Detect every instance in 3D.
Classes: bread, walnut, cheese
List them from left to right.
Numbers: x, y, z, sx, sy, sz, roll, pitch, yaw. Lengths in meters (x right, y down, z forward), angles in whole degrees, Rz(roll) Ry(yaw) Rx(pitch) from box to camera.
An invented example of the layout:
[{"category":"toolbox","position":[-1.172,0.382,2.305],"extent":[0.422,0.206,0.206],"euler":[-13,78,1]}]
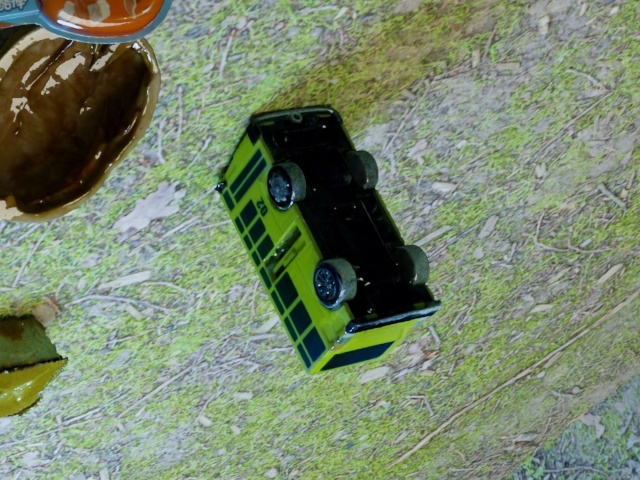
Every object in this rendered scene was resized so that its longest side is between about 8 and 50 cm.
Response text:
[{"category":"bread","position":[-0.360,0.148,2.036],"extent":[0.140,0.069,0.128],"euler":[-11,148,-42]},{"category":"walnut","position":[-0.247,-0.123,1.657],"extent":[0.167,0.087,0.211],"euler":[33,96,-42]},{"category":"cheese","position":[-0.228,-0.209,1.556],"extent":[0.256,0.106,0.037],"euler":[-15,-171,-28]}]

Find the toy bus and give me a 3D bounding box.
[{"category":"toy bus","position":[0.000,0.000,1.966],"extent":[0.128,0.262,0.150],"euler":[-11,154,-36]}]
